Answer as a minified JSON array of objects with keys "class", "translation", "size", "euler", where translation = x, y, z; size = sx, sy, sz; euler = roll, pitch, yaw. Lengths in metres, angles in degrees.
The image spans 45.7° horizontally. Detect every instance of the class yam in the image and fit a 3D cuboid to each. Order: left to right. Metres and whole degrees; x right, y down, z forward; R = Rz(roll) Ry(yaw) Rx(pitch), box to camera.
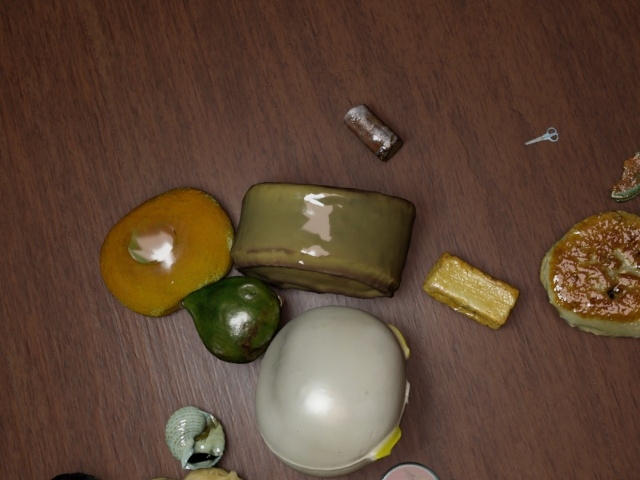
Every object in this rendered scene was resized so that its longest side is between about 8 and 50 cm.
[{"class":"yam","translation":[0.128,-0.262,1.835],"size":[0.079,0.079,0.141],"euler":[-43,79,-2]}]

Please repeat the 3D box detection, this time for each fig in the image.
[{"class":"fig","translation":[-0.209,0.166,1.688],"size":[0.245,0.195,0.195],"euler":[19,84,8]}]

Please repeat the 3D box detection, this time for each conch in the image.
[{"class":"conch","translation":[-0.291,0.460,1.757],"size":[0.135,0.102,0.153],"euler":[4,62,-18]}]

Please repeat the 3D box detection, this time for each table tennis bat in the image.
[{"class":"table tennis bat","translation":[0.186,0.626,1.727],"size":[0.153,0.040,0.244],"euler":[25,80,8]}]

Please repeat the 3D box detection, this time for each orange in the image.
[{"class":"orange","translation":[-0.364,0.028,1.803],"size":[0.335,0.196,0.262],"euler":[-31,94,-7]}]

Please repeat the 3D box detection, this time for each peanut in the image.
[{"class":"peanut","translation":[-0.295,0.584,1.744],"size":[0.263,0.101,0.117],"euler":[-13,60,6]}]

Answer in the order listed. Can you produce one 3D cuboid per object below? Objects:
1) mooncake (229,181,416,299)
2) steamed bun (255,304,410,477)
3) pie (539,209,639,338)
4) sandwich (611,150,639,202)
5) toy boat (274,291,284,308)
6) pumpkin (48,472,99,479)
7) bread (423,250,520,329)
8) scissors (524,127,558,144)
[{"class":"mooncake","translation":[0.000,0.000,1.737],"size":[0.394,0.393,0.246],"euler":[0,79,46]},{"class":"steamed bun","translation":[0.026,0.318,1.632],"size":[0.334,0.334,0.373],"euler":[8,56,6]},{"class":"pie","translation":[0.669,0.074,1.733],"size":[0.315,0.092,0.315],"euler":[-1,81,6]},{"class":"sandwich","translation":[0.734,-0.147,1.786],"size":[0.067,0.029,0.135],"euler":[27,85,8]},{"class":"toy boat","translation":[-0.167,0.198,1.805],"size":[0.116,0.061,0.188],"euler":[26,85,7]},{"class":"pumpkin","translation":[-0.570,0.642,1.729],"size":[0.221,0.162,0.220],"euler":[-2,77,8]},{"class":"bread","translation":[0.348,0.117,1.757],"size":[0.211,0.083,0.114],"euler":[30,80,9]},{"class":"scissors","translation":[0.531,-0.245,1.830],"size":[0.083,0.006,0.036],"euler":[-20,82,2]}]
